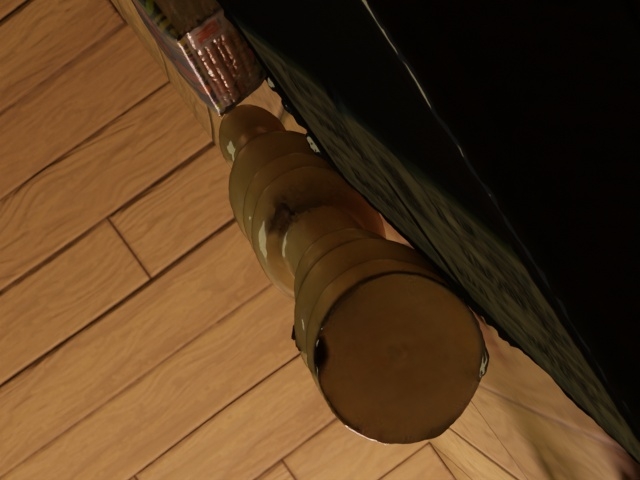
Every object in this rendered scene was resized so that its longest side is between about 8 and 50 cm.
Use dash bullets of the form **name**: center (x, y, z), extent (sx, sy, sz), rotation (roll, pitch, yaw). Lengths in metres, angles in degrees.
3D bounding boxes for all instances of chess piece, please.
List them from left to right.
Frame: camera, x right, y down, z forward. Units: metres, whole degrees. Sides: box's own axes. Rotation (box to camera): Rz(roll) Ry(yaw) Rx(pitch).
- **chess piece**: center (0.000, 0.000, 1.111), extent (0.138, 0.124, 0.307), rotation (17, -157, -32)

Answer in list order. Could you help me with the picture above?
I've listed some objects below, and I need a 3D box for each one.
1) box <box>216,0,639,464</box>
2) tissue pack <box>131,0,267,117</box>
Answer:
- **box**: center (0.022, -0.063, 0.513), extent (0.211, 0.058, 0.350), rotation (54, 177, -25)
- **tissue pack**: center (-0.096, -0.165, 1.101), extent (0.109, 0.060, 0.148), rotation (52, 177, 17)
